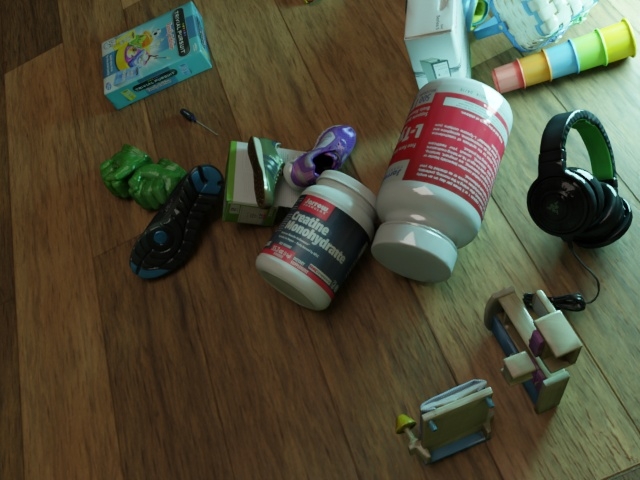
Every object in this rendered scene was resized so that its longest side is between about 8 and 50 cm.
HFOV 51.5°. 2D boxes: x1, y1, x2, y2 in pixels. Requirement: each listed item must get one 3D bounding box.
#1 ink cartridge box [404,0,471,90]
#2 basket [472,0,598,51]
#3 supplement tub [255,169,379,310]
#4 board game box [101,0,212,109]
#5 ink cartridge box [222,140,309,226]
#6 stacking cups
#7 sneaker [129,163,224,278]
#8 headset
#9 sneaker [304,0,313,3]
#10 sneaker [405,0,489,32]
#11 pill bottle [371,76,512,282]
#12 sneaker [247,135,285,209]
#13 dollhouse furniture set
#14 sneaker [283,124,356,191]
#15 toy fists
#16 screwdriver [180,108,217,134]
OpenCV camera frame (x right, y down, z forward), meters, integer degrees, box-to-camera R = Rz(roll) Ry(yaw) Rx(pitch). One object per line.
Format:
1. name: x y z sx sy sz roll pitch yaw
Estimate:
1. ink cartridge box: 0.287 -0.465 1.587 0.114 0.273 0.199 -3 60 20
2. basket: 0.520 -0.576 1.603 0.254 0.201 0.289 -36 18 0
3. supplement tub: 0.000 0.000 1.477 0.191 0.191 0.272 24 72 31
4. board game box: -0.526 -0.590 2.105 0.335 0.079 0.254 -22 56 9
5. ink cartridge box: -0.111 -0.134 1.671 0.255 0.097 0.189 7 58 -12
6. stacking cups: 0.569 -0.418 1.566 0.316 0.096 0.096 -19 56 15
7. sneaker: -0.365 -0.048 1.715 0.341 0.125 0.139 -52 17 0
8. headset: 0.487 -0.057 1.314 0.185 0.243 0.395 -8 74 46
9. sneaker: -0.031 -0.808 2.049 0.067 0.064 0.175 -12 54 27
10. sneaker: 0.337 -0.645 1.783 0.208 0.127 0.319 1 46 0
11. pill bottle: 0.255 -0.128 1.428 0.228 0.229 0.408 11 65 27
12. sneaker: -0.116 -0.164 1.590 0.086 0.064 0.192 -1 65 -27
13. dollhouse furniture set: 0.256 0.223 1.184 0.303 0.286 0.198 -22 54 -5
14. sneaker: 0.021 -0.205 1.608 0.236 0.095 0.104 -44 20 -32
15. toy fists: -0.502 -0.174 1.841 0.279 0.096 0.142 22 72 29
16. screwdriver: -0.354 -0.341 1.925 0.025 0.024 0.170 -27 51 -32
